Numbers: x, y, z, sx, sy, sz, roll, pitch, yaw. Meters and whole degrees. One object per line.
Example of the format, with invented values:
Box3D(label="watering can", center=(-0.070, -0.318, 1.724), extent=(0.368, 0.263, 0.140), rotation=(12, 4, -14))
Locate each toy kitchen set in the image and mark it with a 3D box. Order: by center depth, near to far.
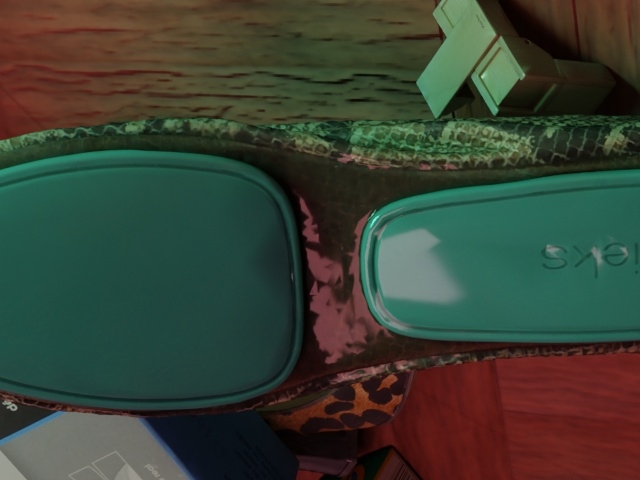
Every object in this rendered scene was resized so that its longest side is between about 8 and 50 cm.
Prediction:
Box3D(label="toy kitchen set", center=(0.107, -0.099, 1.061), extent=(0.068, 0.075, 0.083), rotation=(-54, 49, 37))

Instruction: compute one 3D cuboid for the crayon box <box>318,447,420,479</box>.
Box3D(label="crayon box", center=(0.078, 0.302, 1.261), extent=(0.081, 0.165, 0.278), rotation=(-31, 104, 39))

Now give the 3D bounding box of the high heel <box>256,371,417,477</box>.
Box3D(label="high heel", center=(-0.039, 0.068, 1.171), extent=(0.186, 0.093, 0.261), rotation=(10, 138, -13))

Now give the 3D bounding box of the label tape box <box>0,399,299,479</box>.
Box3D(label="label tape box", center=(-0.226, 0.150, 1.162), extent=(0.347, 0.115, 0.249), rotation=(-28, 115, 23))

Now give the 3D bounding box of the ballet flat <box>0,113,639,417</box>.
Box3D(label="ballet flat", center=(0.000, 0.000, 1.006), extent=(0.482, 0.182, 0.164), rotation=(-4, 106, -5))
